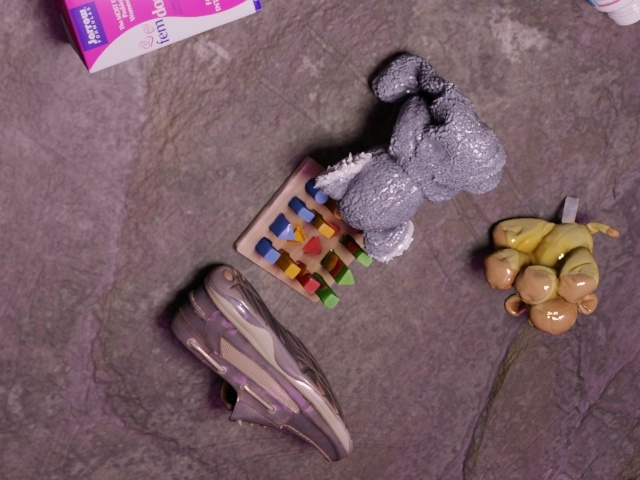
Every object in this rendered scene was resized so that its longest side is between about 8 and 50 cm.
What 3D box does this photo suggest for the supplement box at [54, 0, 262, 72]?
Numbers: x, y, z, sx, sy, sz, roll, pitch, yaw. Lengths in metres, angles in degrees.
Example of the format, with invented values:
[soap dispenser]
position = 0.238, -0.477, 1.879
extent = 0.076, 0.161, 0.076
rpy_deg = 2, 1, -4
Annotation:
[supplement box]
position = -0.195, -0.296, 1.569
extent = 0.220, 0.114, 0.111
rpy_deg = -22, 124, -10

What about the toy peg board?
[toy peg board]
position = 0.000, 0.000, 1.832
extent = 0.160, 0.079, 0.161
rpy_deg = 35, 97, -34

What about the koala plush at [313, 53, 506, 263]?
[koala plush]
position = 0.109, -0.092, 1.755
extent = 0.221, 0.203, 0.196
rpy_deg = -37, 124, -3

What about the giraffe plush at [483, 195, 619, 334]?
[giraffe plush]
position = 0.337, 0.061, 1.990
extent = 0.210, 0.181, 0.170
rpy_deg = -46, 145, -40

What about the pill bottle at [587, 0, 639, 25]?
[pill bottle]
position = 0.381, -0.364, 1.809
extent = 0.087, 0.087, 0.160
rpy_deg = -46, 125, 3

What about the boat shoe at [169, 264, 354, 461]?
[boat shoe]
position = -0.083, 0.188, 1.878
extent = 0.130, 0.132, 0.355
rpy_deg = -34, 116, 7
